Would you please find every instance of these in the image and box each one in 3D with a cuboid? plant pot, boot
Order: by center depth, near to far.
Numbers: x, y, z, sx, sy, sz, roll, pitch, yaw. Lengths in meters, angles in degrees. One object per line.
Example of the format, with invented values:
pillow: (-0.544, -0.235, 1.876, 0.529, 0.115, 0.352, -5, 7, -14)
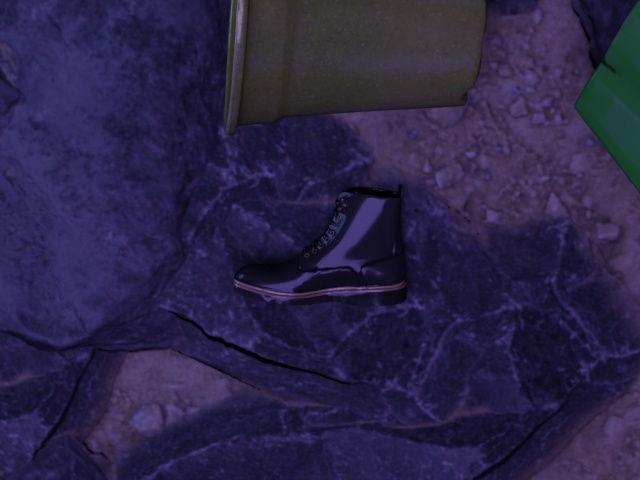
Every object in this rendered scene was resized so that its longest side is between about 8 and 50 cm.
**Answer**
plant pot: (0.035, -0.237, 1.892, 0.254, 0.276, 0.276, 4, 111, -4)
boot: (0.000, 0.000, 2.076, 0.198, 0.077, 0.137, -1, 106, -5)

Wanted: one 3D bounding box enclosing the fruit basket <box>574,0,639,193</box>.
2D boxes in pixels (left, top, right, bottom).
fruit basket: (0.496, -0.161, 1.806, 0.392, 0.283, 0.392, 15, 118, 30)
